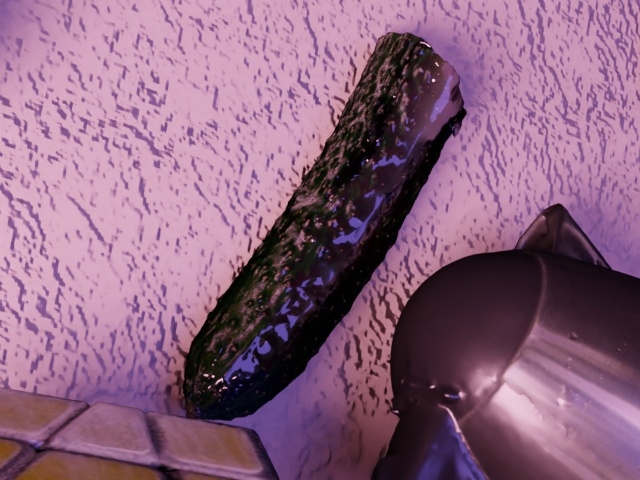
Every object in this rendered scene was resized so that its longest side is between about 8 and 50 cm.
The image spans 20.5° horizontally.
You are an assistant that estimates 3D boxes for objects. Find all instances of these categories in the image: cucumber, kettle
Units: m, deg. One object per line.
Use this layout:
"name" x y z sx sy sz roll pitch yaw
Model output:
"cucumber" 0.002 0.001 0.941 0.067 0.067 0.245 41 69 -25
"kettle" 0.140 0.124 0.960 0.271 0.207 0.251 37 93 -16

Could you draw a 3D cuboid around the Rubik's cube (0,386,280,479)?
"Rubik's cube" -0.111 0.217 0.726 0.264 0.319 0.319 42 63 3
